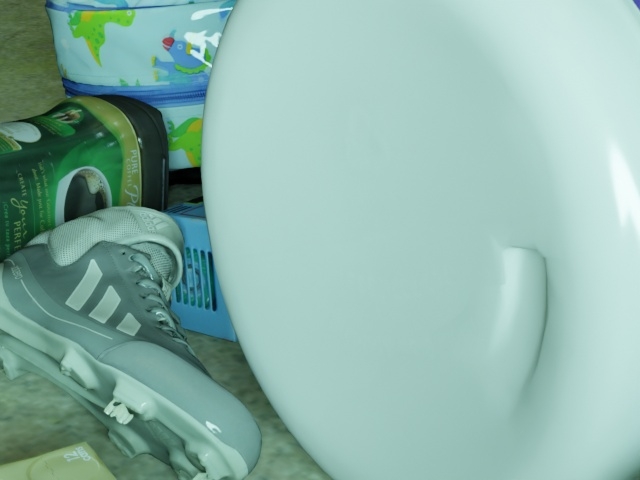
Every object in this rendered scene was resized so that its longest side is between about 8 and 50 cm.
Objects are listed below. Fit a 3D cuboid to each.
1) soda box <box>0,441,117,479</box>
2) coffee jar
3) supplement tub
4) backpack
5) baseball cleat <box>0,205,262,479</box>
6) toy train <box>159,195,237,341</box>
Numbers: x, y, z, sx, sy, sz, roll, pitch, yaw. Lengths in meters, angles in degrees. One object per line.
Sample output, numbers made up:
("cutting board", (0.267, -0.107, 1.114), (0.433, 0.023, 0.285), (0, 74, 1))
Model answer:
("soda box", (-0.059, 0.128, 0.322), (0.061, 0.058, 0.181), (-11, 26, -30))
("coffee jar", (-0.168, -0.025, 0.645), (0.079, 0.096, 0.184), (23, 29, 36))
("supplement tub", (0.142, -0.034, 0.505), (0.331, 0.241, 0.241), (-14, 27, -37))
("backpack", (-0.015, -0.158, 0.829), (0.355, 0.273, 0.290), (-26, 27, -7))
("baseball cleat", (-0.083, 0.032, 0.513), (0.205, 0.072, 0.109), (21, 54, 39))
("toy train", (0.000, 0.000, 0.629), (0.105, 0.080, 0.184), (11, 23, 37))
